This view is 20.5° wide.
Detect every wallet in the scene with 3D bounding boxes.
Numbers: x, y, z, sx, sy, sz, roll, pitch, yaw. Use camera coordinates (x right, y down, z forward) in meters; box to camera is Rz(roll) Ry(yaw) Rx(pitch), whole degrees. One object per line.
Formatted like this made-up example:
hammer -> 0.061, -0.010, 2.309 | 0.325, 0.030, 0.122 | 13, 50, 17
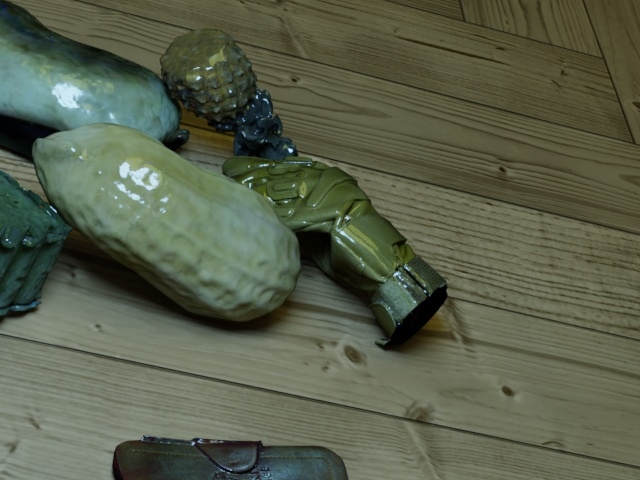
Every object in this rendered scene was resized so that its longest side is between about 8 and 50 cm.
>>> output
wallet -> -0.088, 0.256, 1.833 | 0.255, 0.031, 0.137 | 7, 37, -21

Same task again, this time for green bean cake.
green bean cake -> -0.429, -0.028, 1.903 | 0.255, 0.132, 0.241 | 34, 19, 19

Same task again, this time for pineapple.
pineapple -> -0.105, -0.165, 2.260 | 0.111, 0.237, 0.119 | -4, 49, 33

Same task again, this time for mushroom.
mushroom -> -0.333, -0.209, 2.241 | 0.344, 0.130, 0.247 | 31, 39, 11

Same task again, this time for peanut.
peanut -> -0.169, -0.026, 2.013 | 0.340, 0.158, 0.174 | 33, 28, -31

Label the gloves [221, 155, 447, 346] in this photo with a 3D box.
gloves -> 0.009, -0.011, 2.151 | 0.331, 0.141, 0.154 | 38, 31, 17
